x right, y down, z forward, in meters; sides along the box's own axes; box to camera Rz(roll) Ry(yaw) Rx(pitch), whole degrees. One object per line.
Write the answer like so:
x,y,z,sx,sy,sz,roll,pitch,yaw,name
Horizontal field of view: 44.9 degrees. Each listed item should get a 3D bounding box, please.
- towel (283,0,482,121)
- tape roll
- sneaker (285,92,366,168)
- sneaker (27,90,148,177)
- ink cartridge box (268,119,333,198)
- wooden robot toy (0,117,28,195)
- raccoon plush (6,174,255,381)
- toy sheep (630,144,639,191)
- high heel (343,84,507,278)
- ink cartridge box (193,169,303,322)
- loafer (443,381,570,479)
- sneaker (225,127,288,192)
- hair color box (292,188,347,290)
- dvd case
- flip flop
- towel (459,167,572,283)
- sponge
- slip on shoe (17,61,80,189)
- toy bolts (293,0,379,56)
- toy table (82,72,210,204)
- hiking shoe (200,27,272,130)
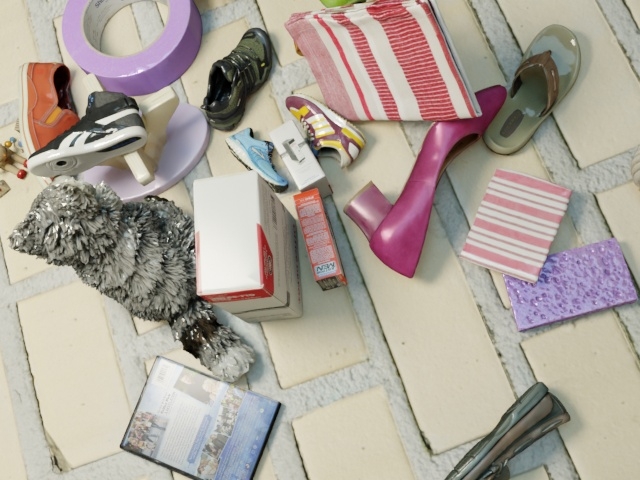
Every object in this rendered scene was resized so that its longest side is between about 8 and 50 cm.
0.101,-0.301,1.345,0.329,0.237,0.037,8,51,46,towel
-0.389,-0.443,1.608,0.275,0.090,0.274,-3,73,9,tape roll
-0.006,-0.212,1.491,0.185,0.069,0.084,33,78,17,sneaker
-0.424,-0.197,1.390,0.217,0.079,0.121,-18,69,-3,sneaker
-0.037,-0.146,1.461,0.056,0.099,0.135,-30,71,1,ink cartridge box
-0.637,-0.176,1.576,0.076,0.079,0.173,22,79,15,wooden robot toy
-0.303,0.051,1.323,0.446,0.299,0.216,35,96,16,raccoon plush
0.594,-0.134,1.367,0.091,0.091,0.132,10,62,12,toy sheep
0.233,-0.108,1.402,0.377,0.127,0.181,-43,74,5,high heel
-0.118,0.022,1.337,0.114,0.273,0.197,-8,73,11,ink cartridge box
0.301,0.352,1.271,0.084,0.096,0.267,44,83,11,loafer
-0.113,-0.161,1.497,0.073,0.063,0.162,-40,72,-7,sneaker
0.000,0.000,1.417,0.053,0.093,0.167,-16,73,5,hair color box
-0.217,0.333,1.394,0.253,0.022,0.180,18,79,13,dvd case
0.395,-0.285,1.441,0.112,0.080,0.277,34,82,16,flip flop
0.351,-0.028,1.386,0.144,0.029,0.197,20,74,20,towel
0.433,0.078,1.357,0.210,0.031,0.117,-15,71,6,sponge
-0.536,-0.224,1.559,0.101,0.123,0.331,-14,68,1,slip on shoe
0.087,-0.379,1.477,0.218,0.228,0.158,-41,71,43,toy bolts
-0.362,-0.194,1.496,0.274,0.161,0.252,-43,72,-3,toy table
-0.163,-0.331,1.526,0.086,0.114,0.226,19,78,13,hiking shoe
